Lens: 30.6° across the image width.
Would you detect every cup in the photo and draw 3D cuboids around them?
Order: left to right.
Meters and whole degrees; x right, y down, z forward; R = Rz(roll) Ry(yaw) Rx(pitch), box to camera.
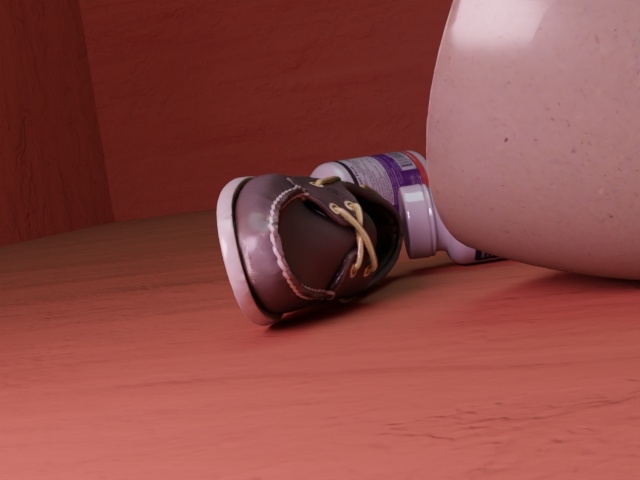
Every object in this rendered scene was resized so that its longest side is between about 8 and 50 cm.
[{"bbox_3d":[0.264,-0.104,0.793,0.237,0.331,0.331,26,23,31],"label":"cup"}]

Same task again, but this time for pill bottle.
[{"bbox_3d":[0.049,-0.055,1.545,0.193,0.108,0.108,-11,5,-30],"label":"pill bottle"},{"bbox_3d":[0.162,-0.029,1.098,0.169,0.094,0.094,-9,5,-2],"label":"pill bottle"}]

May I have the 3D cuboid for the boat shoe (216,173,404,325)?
[{"bbox_3d":[0.000,0.000,0.949,0.096,0.117,0.324,-11,-2,12],"label":"boat shoe"}]
